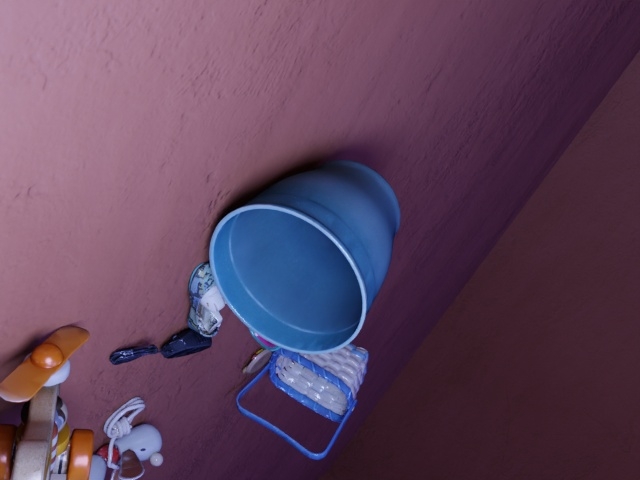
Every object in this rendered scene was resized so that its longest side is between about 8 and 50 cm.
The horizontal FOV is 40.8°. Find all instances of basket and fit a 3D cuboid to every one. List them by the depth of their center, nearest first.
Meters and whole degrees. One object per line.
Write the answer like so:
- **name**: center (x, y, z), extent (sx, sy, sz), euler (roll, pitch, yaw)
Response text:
- **basket**: center (-0.025, 0.362, 2.088), extent (0.289, 0.255, 0.201), euler (-46, 158, -36)

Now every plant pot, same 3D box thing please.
- **plant pot**: center (0.000, 0.000, 1.406), extent (0.255, 0.272, 0.271), euler (-50, 170, -47)

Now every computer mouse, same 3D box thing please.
- **computer mouse**: center (-0.277, 0.183, 1.507), extent (0.071, 0.041, 0.242), euler (-24, 167, 27)

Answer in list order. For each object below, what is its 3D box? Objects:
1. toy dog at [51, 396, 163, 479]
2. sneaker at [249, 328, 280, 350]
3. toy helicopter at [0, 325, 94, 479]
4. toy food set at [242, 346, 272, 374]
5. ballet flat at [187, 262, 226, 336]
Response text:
- **toy dog**: center (-0.410, 0.469, 1.607), extent (0.334, 0.161, 0.220), euler (-36, 160, -29)
- **sneaker**: center (-0.059, 0.154, 1.770), extent (0.178, 0.124, 0.295), euler (-47, 155, -13)
- **toy helicopter**: center (-0.362, 0.244, 1.124), extent (0.355, 0.140, 0.235), euler (-163, -99, -75)
- **toy food set**: center (-0.146, 0.280, 2.018), extent (0.082, 0.020, 0.083), euler (-32, 157, -38)
- **ballet flat**: center (-0.190, 0.107, 1.484), extent (0.070, 0.070, 0.188), euler (-37, 159, -27)
